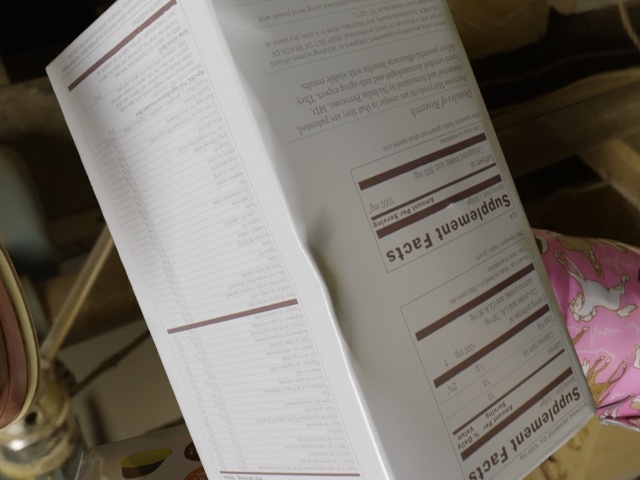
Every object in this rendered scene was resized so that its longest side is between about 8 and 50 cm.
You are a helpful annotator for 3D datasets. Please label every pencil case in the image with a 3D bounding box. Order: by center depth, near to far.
[{"bbox_3d":[0.191,0.080,0.744,0.160,0.386,0.167,-34,57,45],"label":"pencil case"}]

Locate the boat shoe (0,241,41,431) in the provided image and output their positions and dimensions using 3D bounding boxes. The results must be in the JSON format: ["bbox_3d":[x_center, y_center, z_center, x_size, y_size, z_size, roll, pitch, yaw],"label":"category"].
[{"bbox_3d":[-0.167,-0.004,0.312,0.178,0.064,0.060,59,-166,4],"label":"boat shoe"}]

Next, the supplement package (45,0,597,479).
[{"bbox_3d":[0.000,0.000,0.400,0.139,0.133,0.244,-16,96,50],"label":"supplement package"}]

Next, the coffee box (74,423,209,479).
[{"bbox_3d":[-0.030,0.372,0.784,0.334,0.337,0.338,-109,6,-71],"label":"coffee box"}]
